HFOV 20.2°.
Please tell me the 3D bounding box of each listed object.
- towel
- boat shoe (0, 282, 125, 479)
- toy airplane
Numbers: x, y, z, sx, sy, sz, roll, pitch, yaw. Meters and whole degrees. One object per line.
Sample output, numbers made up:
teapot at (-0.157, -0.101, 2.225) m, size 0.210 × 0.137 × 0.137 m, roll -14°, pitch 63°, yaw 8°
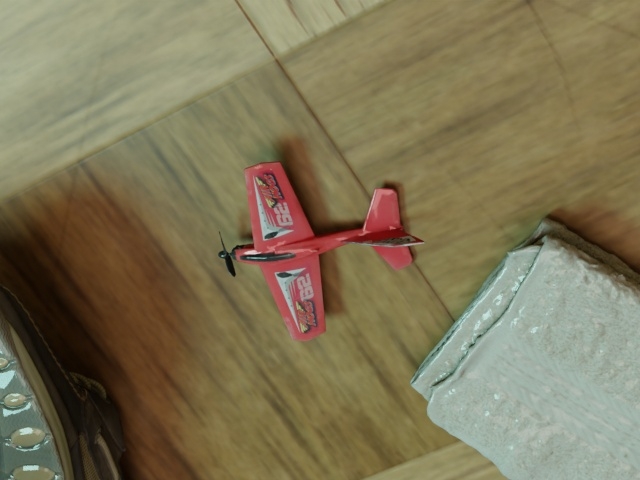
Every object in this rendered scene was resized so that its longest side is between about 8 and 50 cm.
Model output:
towel at (0.220, 0.117, 1.279) m, size 0.282 × 0.049 × 0.187 m, roll 29°, pitch 123°, yaw -8°
boat shoe at (-0.219, 0.160, 1.346) m, size 0.132 × 0.130 × 0.355 m, roll 1°, pitch 128°, yaw 14°
toy airplane at (0.000, 0.000, 1.260) m, size 0.151 × 0.028 × 0.151 m, roll 5°, pitch 124°, yaw 7°
